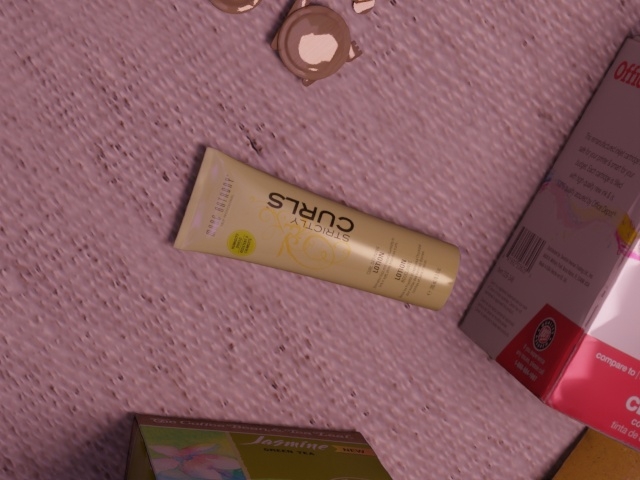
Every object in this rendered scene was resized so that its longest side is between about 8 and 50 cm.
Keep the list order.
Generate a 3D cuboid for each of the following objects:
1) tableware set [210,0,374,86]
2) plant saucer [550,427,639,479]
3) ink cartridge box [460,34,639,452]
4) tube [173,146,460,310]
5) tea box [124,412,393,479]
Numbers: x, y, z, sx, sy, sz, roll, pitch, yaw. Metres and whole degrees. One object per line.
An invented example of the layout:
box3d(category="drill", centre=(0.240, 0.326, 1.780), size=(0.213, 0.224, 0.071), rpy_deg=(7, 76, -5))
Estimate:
box3d(category="tableware set", centre=(-0.015, -0.224, 1.667), size=(0.169, 0.020, 0.141), rpy_deg=(41, 90, -17))
box3d(category="plant saucer", centre=(0.292, 0.384, 1.797), size=(0.333, 0.081, 0.333), rpy_deg=(45, 71, -19))
box3d(category="ink cartridge box", centre=(0.272, -0.001, 1.678), size=(0.131, 0.226, 0.306), rpy_deg=(29, 96, -18))
box3d(category="tube", centre=(0.000, 0.000, 1.706), size=(0.240, 0.062, 0.070), rpy_deg=(18, 58, -11))
box3d(category="tea box", centre=(-0.057, 0.349, 1.634), size=(0.220, 0.323, 0.329), rpy_deg=(6, 103, -13))
